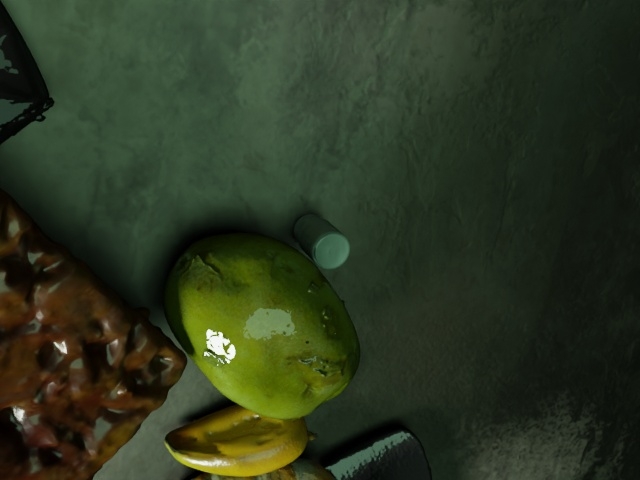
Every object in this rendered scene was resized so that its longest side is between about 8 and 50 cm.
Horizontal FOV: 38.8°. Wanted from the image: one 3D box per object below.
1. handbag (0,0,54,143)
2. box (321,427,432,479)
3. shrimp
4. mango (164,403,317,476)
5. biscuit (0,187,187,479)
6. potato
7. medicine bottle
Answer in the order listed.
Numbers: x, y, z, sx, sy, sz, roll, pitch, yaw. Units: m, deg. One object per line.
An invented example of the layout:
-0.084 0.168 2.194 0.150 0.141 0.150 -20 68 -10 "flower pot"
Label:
-0.407 -0.178 0.867 0.223 0.080 0.247 -34 116 -14 "handbag"
0.065 0.372 1.255 0.201 0.042 0.213 -22 114 -12 "box"
-0.045 0.370 1.181 0.185 0.068 0.287 -35 117 6 "shrimp"
-0.097 0.246 1.118 0.187 0.101 0.066 -7 127 -8 "mango"
-0.369 0.159 0.905 0.395 0.166 0.343 -48 135 -12 "biscuit"
-0.063 0.100 1.040 0.253 0.148 0.186 34 126 -18 "potato"
0.000 0.000 1.073 0.047 0.083 0.047 -6 110 -18 "medicine bottle"
